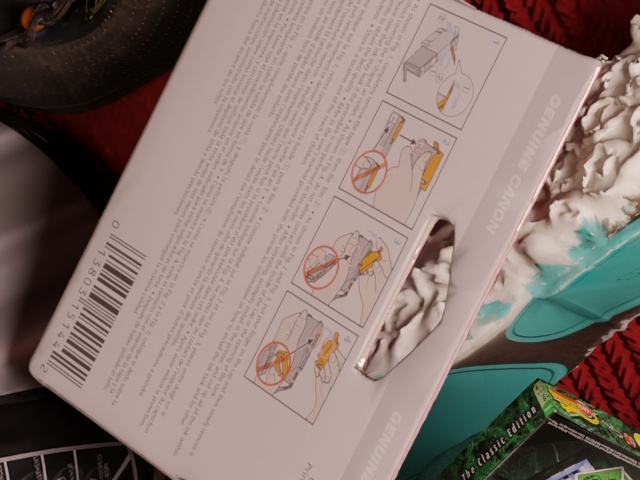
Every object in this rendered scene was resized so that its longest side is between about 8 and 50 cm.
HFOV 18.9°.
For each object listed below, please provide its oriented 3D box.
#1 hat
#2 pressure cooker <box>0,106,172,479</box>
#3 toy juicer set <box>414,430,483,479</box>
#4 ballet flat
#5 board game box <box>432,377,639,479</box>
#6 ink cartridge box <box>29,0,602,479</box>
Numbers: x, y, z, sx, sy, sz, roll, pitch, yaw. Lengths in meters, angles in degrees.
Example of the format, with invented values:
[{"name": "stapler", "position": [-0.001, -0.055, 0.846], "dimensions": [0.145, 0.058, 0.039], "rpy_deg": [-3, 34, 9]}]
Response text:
[{"name": "hat", "position": [-0.208, -0.210, 1.129], "dimensions": [0.331, 0.331, 0.134], "rpy_deg": [-24, 51, 42]}, {"name": "pressure cooker", "position": [-0.338, 0.130, 1.229], "dimensions": [0.375, 0.420, 0.370], "rpy_deg": [-30, 88, 42]}, {"name": "toy juicer set", "position": [0.129, 0.168, 1.037], "dimensions": [0.329, 0.089, 0.209], "rpy_deg": [-28, 133, 36]}, {"name": "ballet flat", "position": [0.098, 0.015, 1.047], "dimensions": [0.409, 0.147, 0.147], "rpy_deg": [-39, 83, 41]}, {"name": "board game box", "position": [0.152, 0.164, 0.968], "dimensions": [0.136, 0.259, 0.030], "rpy_deg": [-48, 38, 17]}, {"name": "ink cartridge box", "position": [0.000, 0.000, 1.021], "dimensions": [0.261, 0.066, 0.296], "rpy_deg": [31, 97, 38]}]
